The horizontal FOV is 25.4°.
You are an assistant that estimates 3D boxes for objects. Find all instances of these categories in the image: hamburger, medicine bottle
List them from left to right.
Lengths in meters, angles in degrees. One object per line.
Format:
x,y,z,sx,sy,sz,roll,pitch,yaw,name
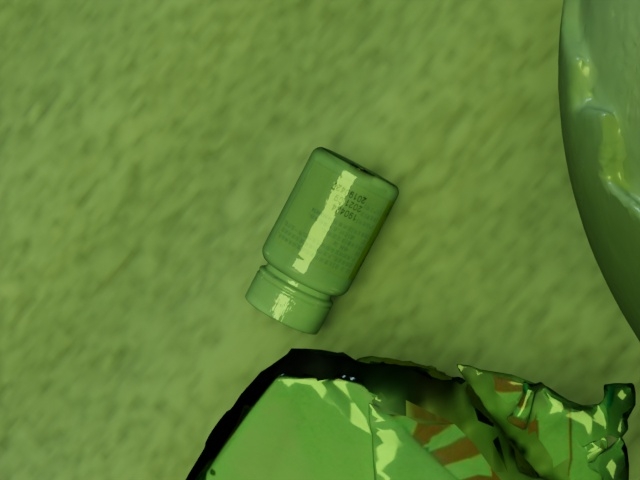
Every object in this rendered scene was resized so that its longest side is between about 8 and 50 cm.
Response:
0.000,0.000,0.684,0.047,0.047,0.083,29,97,13,medicine bottle
0.049,0.136,0.635,0.214,0.125,0.235,36,102,6,hamburger

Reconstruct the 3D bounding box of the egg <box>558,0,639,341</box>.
0.217,-0.055,0.473,0.278,0.336,0.278,-21,41,20,egg
